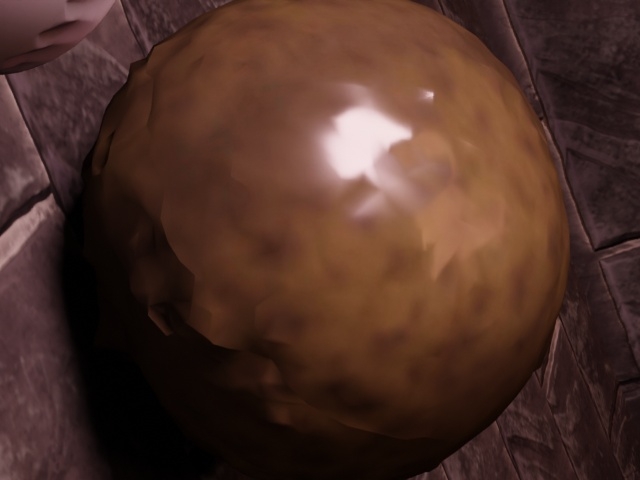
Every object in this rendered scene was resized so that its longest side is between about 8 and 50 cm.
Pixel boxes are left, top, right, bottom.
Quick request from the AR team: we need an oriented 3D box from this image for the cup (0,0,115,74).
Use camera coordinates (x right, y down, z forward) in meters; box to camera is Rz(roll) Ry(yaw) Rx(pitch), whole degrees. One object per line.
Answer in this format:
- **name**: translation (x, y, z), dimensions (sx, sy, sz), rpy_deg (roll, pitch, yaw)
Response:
- **cup**: translation (-0.256, -0.209, 0.882), dimensions (0.371, 0.253, 0.253), rpy_deg (0, 74, -77)

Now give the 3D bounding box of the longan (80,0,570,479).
- **longan**: translation (0.000, 0.000, 1.251), dimensions (0.391, 0.391, 0.391), rpy_deg (50, 31, -46)
